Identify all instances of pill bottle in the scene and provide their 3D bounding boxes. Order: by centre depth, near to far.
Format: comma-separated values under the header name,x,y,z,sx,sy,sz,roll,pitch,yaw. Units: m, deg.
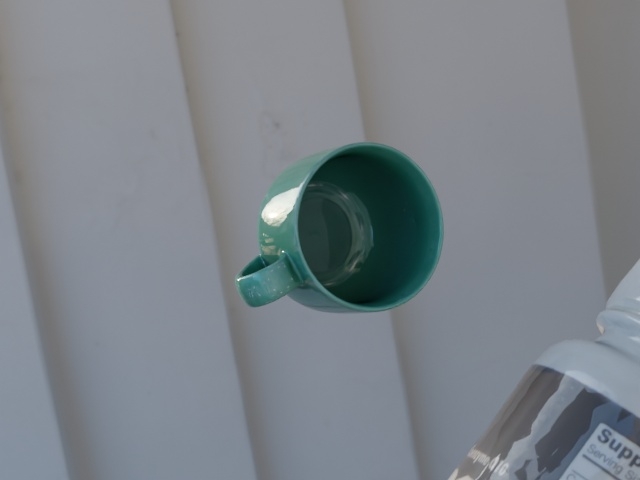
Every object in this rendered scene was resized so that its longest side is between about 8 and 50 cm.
name,x,y,z,sx,sy,sz,roll,pitch,yaw
pill bottle,0.186,0.197,0.741,0.361,0.204,0.204,-52,16,-7

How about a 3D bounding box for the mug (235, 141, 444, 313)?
name,x,y,z,sx,sy,sz,roll,pitch,yaw
mug,0.004,-0.008,0.860,0.157,0.129,0.097,6,-6,-27
